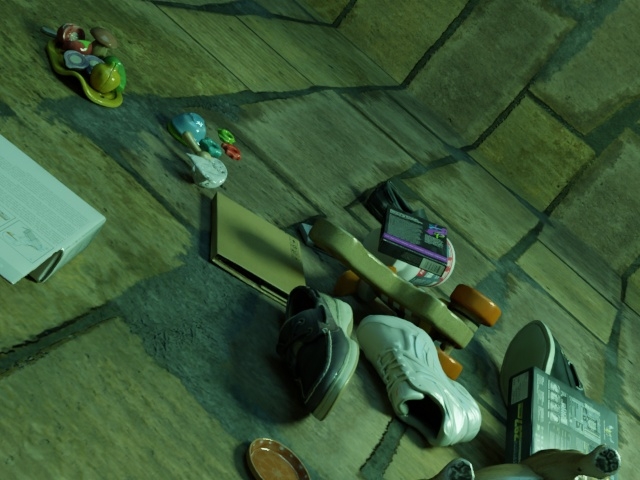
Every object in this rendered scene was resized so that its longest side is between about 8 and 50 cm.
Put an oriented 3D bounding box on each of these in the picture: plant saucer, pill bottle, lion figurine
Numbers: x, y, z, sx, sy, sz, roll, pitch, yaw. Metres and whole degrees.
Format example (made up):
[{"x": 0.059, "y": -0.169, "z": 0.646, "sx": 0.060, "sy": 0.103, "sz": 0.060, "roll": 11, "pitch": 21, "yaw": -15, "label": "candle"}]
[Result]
[{"x": -0.047, "y": 0.251, "z": 1.045, "sx": 0.083, "sy": 0.013, "sz": 0.083, "roll": 34, "pitch": 21, "yaw": -15, "label": "plant saucer"}, {"x": 0.158, "y": 0.027, "z": 1.753, "sx": 0.180, "sy": 0.108, "sz": 0.108, "roll": 9, "pitch": 36, "yaw": -53, "label": "pill bottle"}, {"x": 0.181, "y": 0.300, "z": 1.067, "sx": 0.392, "sy": 0.240, "sz": 0.142, "roll": 4, "pitch": 73, "yaw": -13, "label": "lion figurine"}]

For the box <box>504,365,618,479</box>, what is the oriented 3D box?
[{"x": 0.352, "y": 0.324, "z": 1.395, "sx": 0.183, "sy": 0.059, "sz": 0.232, "roll": 29, "pitch": 49, "yaw": -21, "label": "box"}]

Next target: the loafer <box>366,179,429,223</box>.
[{"x": 0.191, "y": -0.032, "z": 1.982, "sx": 0.223, "sy": 0.078, "sz": 0.076, "roll": 46, "pitch": 21, "yaw": 17, "label": "loafer"}]

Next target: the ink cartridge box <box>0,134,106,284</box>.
[{"x": -0.391, "y": -0.057, "z": 1.029, "sx": 0.275, "sy": 0.060, "sz": 0.239, "roll": 39, "pitch": 21, "yaw": -3, "label": "ink cartridge box"}]

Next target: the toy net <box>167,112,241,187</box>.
[{"x": -0.187, "y": -0.137, "z": 1.593, "sx": 0.122, "sy": 0.045, "sz": 0.232, "roll": 31, "pitch": 23, "yaw": -28, "label": "toy net"}]

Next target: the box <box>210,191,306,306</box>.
[{"x": -0.095, "y": 0.015, "z": 1.457, "sx": 0.164, "sy": 0.021, "sz": 0.201, "roll": 32, "pitch": 21, "yaw": -21, "label": "box"}]

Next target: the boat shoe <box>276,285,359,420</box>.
[{"x": -0.012, "y": 0.135, "z": 1.240, "sx": 0.092, "sy": 0.103, "sz": 0.285, "roll": 31, "pitch": 17, "yaw": -9, "label": "boat shoe"}]

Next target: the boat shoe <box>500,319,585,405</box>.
[{"x": 0.394, "y": 0.267, "z": 1.629, "sx": 0.113, "sy": 0.127, "sz": 0.340, "roll": 35, "pitch": 22, "yaw": -16, "label": "boat shoe"}]

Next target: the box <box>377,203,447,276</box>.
[{"x": 0.158, "y": -0.002, "z": 1.634, "sx": 0.116, "sy": 0.029, "sz": 0.162, "roll": 22, "pitch": 25, "yaw": -2, "label": "box"}]

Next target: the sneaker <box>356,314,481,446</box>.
[{"x": 0.127, "y": 0.196, "z": 1.368, "sx": 0.232, "sy": 0.090, "sz": 0.115, "roll": 46, "pitch": 24, "yaw": 21, "label": "sneaker"}]

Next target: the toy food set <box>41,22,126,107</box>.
[{"x": -0.376, "y": -0.308, "z": 1.579, "sx": 0.128, "sy": 0.071, "sz": 0.218, "roll": 22, "pitch": 26, "yaw": -41, "label": "toy food set"}]

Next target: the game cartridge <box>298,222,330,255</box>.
[{"x": 0.000, "y": 0.000, "z": 1.668, "sx": 0.083, "sy": 0.017, "sz": 0.056, "roll": 25, "pitch": 28, "yaw": -35, "label": "game cartridge"}]

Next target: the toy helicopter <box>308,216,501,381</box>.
[{"x": 0.101, "y": 0.064, "z": 1.515, "sx": 0.355, "sy": 0.140, "sz": 0.235, "roll": 39, "pitch": -6, "yaw": -35, "label": "toy helicopter"}]
